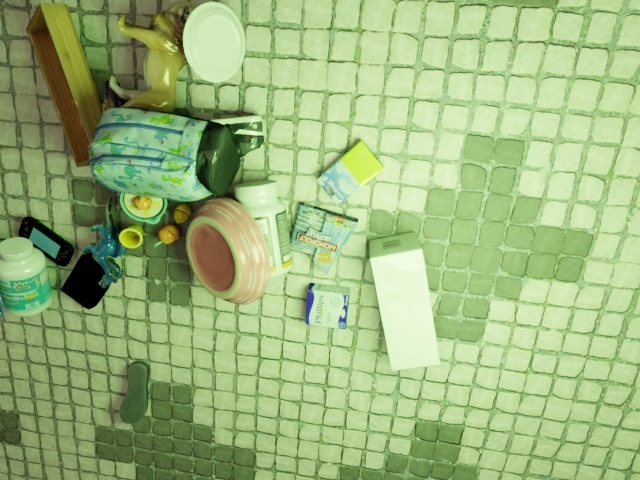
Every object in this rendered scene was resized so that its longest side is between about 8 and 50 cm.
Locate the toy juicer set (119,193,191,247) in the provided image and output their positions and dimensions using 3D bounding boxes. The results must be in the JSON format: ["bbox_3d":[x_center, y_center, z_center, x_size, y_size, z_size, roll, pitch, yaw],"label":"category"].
[{"bbox_3d":[-0.508,-0.120,1.284,0.209,0.089,0.329,6,115,-15],"label":"toy juicer set"}]

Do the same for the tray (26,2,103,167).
[{"bbox_3d":[-0.721,-0.432,1.205,0.203,0.076,0.411,3,112,46],"label":"tray"}]

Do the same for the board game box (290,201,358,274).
[{"bbox_3d":[0.000,0.000,1.302,0.194,0.060,0.194,16,107,2],"label":"board game box"}]

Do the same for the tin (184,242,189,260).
[{"bbox_3d":[-0.363,0.008,1.362,0.189,0.040,0.106,-33,104,15],"label":"tin"}]

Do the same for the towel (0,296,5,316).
[{"bbox_3d":[-1.126,0.113,1.379,0.336,0.040,0.243,6,109,47],"label":"towel"}]

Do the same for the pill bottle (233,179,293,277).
[{"bbox_3d":[-0.178,-0.036,1.261,0.162,0.162,0.278,-4,105,8],"label":"pill bottle"}]

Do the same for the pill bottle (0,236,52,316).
[{"bbox_3d":[-0.996,0.119,1.379,0.146,0.146,0.264,18,126,2],"label":"pill bottle"}]

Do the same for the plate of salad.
[{"bbox_3d":[-0.291,-0.539,1.129,0.048,0.200,0.200,27,111,35],"label":"plate of salad"}]

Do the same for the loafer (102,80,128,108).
[{"bbox_3d":[-0.584,-0.330,1.266,0.095,0.109,0.303,-5,113,-8],"label":"loafer"}]

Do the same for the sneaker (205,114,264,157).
[{"bbox_3d":[-0.276,-0.306,1.236,0.216,0.079,0.121,-2,110,10],"label":"sneaker"}]

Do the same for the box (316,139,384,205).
[{"bbox_3d":[0.089,-0.202,1.241,0.178,0.042,0.109,-39,98,16],"label":"box"}]

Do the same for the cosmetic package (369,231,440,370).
[{"bbox_3d":[0.251,0.181,1.255,0.155,0.197,0.366,-11,106,9],"label":"cosmetic package"}]

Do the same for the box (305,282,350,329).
[{"bbox_3d":[0.024,0.215,1.356,0.137,0.072,0.126,6,106,6],"label":"box"}]

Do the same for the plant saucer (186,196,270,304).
[{"bbox_3d":[-0.290,0.042,1.220,0.332,0.084,0.332,16,116,37],"label":"plant saucer"}]

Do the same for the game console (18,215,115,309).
[{"bbox_3d":[-0.894,0.065,1.439,0.361,0.044,0.213,37,107,-4],"label":"game console"}]

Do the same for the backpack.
[{"bbox_3d":[-0.429,-0.229,1.114,0.355,0.290,0.273,24,80,-1],"label":"backpack"}]

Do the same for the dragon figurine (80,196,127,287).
[{"bbox_3d":[-0.685,0.008,1.364,0.144,0.085,0.289,24,91,-8],"label":"dragon figurine"}]

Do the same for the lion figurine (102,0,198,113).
[{"bbox_3d":[-0.453,-0.478,1.161,0.240,0.142,0.392,11,110,-26],"label":"lion figurine"}]

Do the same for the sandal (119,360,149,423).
[{"bbox_3d":[-0.692,0.576,1.566,0.097,0.054,0.255,14,98,-5],"label":"sandal"}]
